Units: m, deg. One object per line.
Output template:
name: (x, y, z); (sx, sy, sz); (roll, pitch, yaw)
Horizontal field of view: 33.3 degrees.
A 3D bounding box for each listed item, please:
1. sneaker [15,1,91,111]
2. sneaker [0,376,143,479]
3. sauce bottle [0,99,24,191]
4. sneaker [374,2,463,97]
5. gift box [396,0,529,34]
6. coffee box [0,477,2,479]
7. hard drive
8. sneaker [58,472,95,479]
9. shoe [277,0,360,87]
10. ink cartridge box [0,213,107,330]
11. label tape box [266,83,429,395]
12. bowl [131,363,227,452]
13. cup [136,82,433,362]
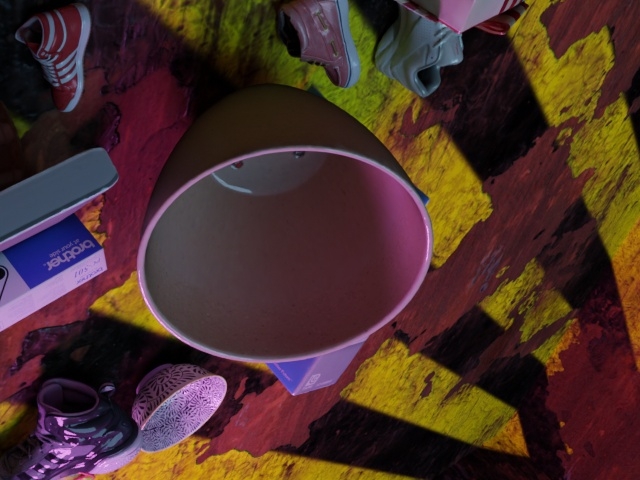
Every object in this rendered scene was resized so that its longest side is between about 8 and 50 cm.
sneaker: (-0.266, -0.175, 1.050); (0.067, 0.042, 0.118); (-23, 140, -44)
sneaker: (-0.394, 0.279, 1.500); (0.268, 0.101, 0.153); (-21, 129, -9)
sauce bottle: (-0.436, -0.039, 0.932); (0.344, 0.111, 0.111); (-22, 147, -31)
sneaker: (0.155, -0.289, 1.414); (0.090, 0.115, 0.232); (-28, 150, -31)
gift box: (0.125, -0.372, 1.096); (0.276, 0.255, 0.258); (-28, 149, -42)
coffee box: (-0.508, 0.390, 1.406); (0.119, 0.168, 0.297); (-20, 145, -41)
hard drive: (-0.319, -0.008, 1.026); (0.203, 0.040, 0.307); (-30, -173, -22)
sneaker: (-0.365, 0.335, 1.621); (0.208, 0.094, 0.081); (-52, 152, 13)
shoe: (-0.005, -0.241, 1.321); (0.081, 0.063, 0.178); (-36, 148, -15)
ink cartridge box: (-0.352, 0.040, 1.187); (0.207, 0.097, 0.046); (-32, 152, -24)
label tape box: (0.000, 0.000, 1.468); (0.115, 0.249, 0.348); (-3, 133, -54)
bowl: (-0.239, 0.248, 1.690); (0.170, 0.080, 0.170); (-35, 154, -20)
cup: (-0.052, -0.052, 1.269); (0.331, 0.237, 0.331); (-6, 134, -6)
